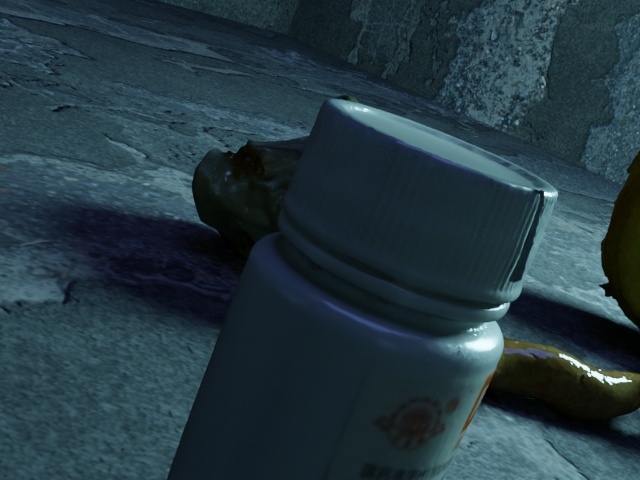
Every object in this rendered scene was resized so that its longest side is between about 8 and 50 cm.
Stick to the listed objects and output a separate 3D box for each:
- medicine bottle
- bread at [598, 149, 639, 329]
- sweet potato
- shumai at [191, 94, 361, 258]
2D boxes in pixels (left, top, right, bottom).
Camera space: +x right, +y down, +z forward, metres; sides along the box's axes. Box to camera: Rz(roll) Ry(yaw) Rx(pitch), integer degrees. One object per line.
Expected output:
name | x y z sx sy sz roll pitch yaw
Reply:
medicine bottle | 0.015 0.063 0.481 0.144 0.252 0.144 17 16 -5
bread | 0.540 0.021 1.145 0.358 0.337 0.204 18 22 14
sweet potato | 0.217 0.130 0.866 0.281 0.059 0.067 17 -2 -17
shumai | 0.000 0.000 0.921 0.204 0.222 0.272 -25 43 -2
